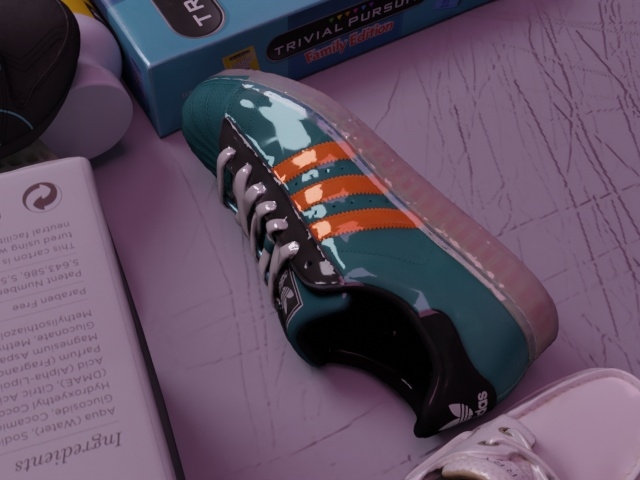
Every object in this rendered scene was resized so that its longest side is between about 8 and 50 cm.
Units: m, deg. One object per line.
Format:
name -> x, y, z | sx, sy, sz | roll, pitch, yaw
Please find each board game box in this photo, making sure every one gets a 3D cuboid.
board game box -> -0.042, -0.256, 0.817 | 0.336, 0.079, 0.254 | -26, 59, -18

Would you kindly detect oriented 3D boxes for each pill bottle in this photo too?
pill bottle -> -0.212, -0.146, 0.720 | 0.103, 0.103, 0.184 | -26, 59, -18

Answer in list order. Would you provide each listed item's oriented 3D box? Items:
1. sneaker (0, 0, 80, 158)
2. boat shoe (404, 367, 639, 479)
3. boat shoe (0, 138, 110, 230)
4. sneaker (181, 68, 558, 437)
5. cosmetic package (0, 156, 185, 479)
sneaker -> -0.233, -0.089, 0.545 | 0.101, 0.106, 0.267 | 39, 49, 8
boat shoe -> 0.095, 0.151, 0.519 | 0.277, 0.096, 0.098 | -35, 62, -23
boat shoe -> -0.376, -0.042, 0.618 | 0.500, 0.156, 0.186 | 19, 50, -7
sneaker -> 0.000, 0.000, 0.618 | 0.302, 0.108, 0.121 | 38, 58, 21
cosmetic package -> -0.121, 0.180, 0.425 | 0.156, 0.217, 0.385 | -14, 54, -11
